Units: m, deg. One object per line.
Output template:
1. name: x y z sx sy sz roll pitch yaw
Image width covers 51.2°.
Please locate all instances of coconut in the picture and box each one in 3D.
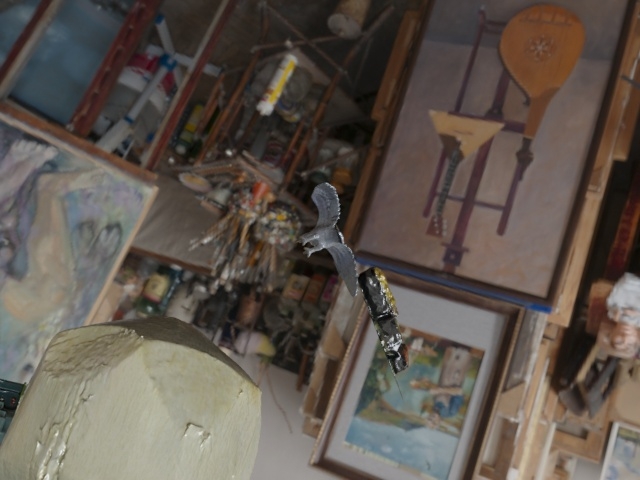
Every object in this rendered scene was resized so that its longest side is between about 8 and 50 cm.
1. coconut: -0.176 0.186 0.647 0.245 0.247 0.245 11 153 6

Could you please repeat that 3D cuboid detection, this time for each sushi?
1. sushi: 0.092 0.097 1.010 0.043 0.279 0.192 -21 175 3

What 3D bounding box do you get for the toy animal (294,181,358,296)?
1. toy animal: 0.000 0.000 0.466 0.050 0.028 0.084 -5 107 29

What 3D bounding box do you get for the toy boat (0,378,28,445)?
1. toy boat: -0.546 0.359 1.057 0.114 0.295 0.122 17 147 -14
